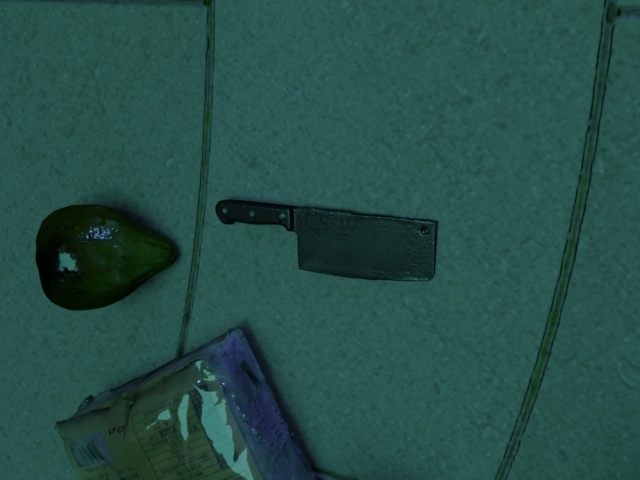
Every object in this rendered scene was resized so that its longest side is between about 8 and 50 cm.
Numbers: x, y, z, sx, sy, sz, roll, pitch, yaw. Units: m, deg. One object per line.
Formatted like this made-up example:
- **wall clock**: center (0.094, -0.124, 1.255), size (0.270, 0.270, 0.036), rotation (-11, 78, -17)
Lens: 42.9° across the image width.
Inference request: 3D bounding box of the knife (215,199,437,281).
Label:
- **knife**: center (0.000, 0.000, 0.839), size (0.245, 0.019, 0.072), rotation (8, 106, 24)

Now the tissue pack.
- **tissue pack**: center (-0.157, 0.243, 0.915), size (0.256, 0.123, 0.215), rotation (-26, 91, 30)

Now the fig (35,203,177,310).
- **fig**: center (-0.244, 0.015, 0.931), size (0.156, 0.123, 0.123), rotation (-9, 99, -10)
